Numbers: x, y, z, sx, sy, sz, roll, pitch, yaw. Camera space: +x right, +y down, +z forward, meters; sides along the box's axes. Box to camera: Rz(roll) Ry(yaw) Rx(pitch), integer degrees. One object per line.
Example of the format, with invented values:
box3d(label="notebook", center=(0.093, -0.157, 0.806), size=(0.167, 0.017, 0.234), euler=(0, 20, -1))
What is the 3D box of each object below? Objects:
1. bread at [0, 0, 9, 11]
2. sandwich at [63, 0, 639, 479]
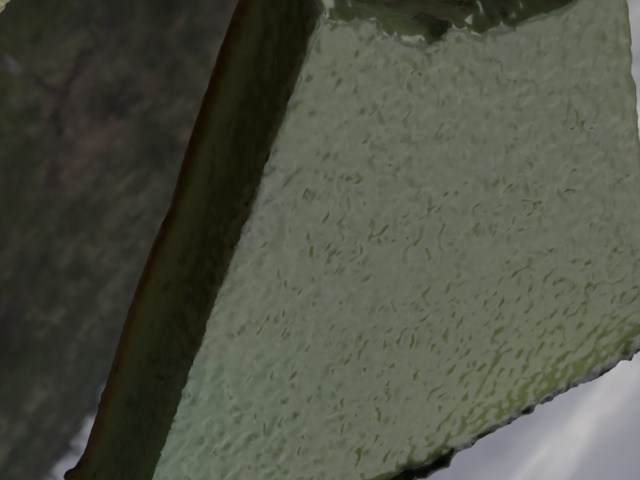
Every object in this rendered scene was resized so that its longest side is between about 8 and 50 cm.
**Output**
box3d(label="bread", center=(-0.293, -0.171, 1.150), size=(0.229, 0.139, 0.143), euler=(-45, 172, -30))
box3d(label="sandwich", center=(0.000, 0.000, 0.603), size=(0.245, 0.212, 0.063), euler=(-29, -139, -17))
